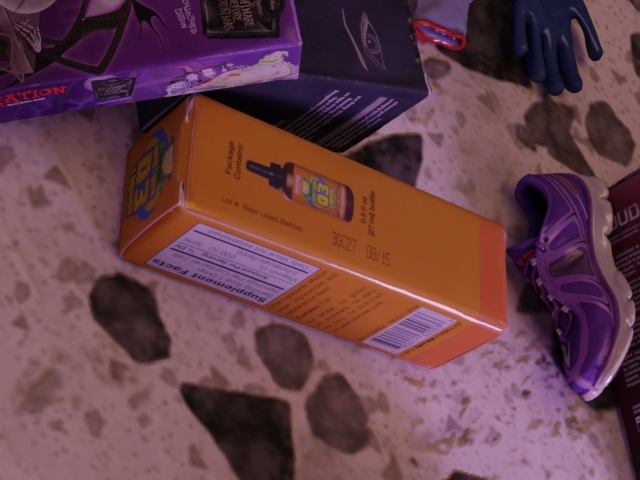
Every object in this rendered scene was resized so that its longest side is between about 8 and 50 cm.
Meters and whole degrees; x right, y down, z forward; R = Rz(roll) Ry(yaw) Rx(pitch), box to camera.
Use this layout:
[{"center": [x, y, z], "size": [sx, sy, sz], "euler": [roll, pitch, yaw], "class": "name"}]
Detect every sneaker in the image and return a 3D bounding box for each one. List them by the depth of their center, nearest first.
[{"center": [0.160, 0.029, 1.093], "size": [0.071, 0.068, 0.170], "euler": [7, 54, -20], "class": "sneaker"}]

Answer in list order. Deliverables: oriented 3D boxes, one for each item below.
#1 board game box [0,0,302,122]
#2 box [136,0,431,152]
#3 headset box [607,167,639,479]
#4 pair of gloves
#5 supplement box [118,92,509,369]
[{"center": [-0.143, -0.237, 0.908], "size": [0.208, 0.056, 0.347], "euler": [-9, 71, -10], "class": "board game box"}, {"center": [-0.034, -0.146, 0.989], "size": [0.158, 0.093, 0.156], "euler": [4, 65, -39], "class": "box"}, {"center": [0.310, 0.071, 1.148], "size": [0.218, 0.110, 0.293], "euler": [5, 65, -38], "class": "headset box"}, {"center": [0.129, -0.189, 1.197], "size": [0.198, 0.023, 0.159], "euler": [19, 59, -31], "class": "pair of gloves"}, {"center": [0.000, 0.000, 0.954], "size": [0.233, 0.080, 0.078], "euler": [23, 54, -31], "class": "supplement box"}]
